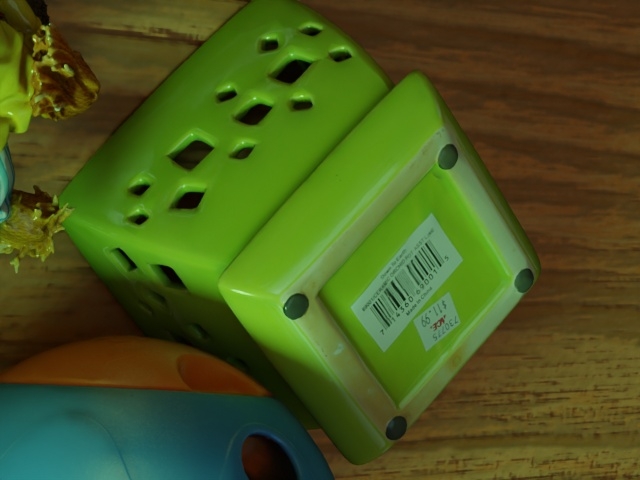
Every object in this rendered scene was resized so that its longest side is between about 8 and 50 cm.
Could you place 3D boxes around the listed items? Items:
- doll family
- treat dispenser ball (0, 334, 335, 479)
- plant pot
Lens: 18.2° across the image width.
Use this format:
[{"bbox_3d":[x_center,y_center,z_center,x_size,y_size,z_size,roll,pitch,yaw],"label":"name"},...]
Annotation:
[{"bbox_3d":[-0.218,-0.057,1.194,0.163,0.118,0.263,19,93,-42],"label":"doll family"},{"bbox_3d":[-0.124,0.204,1.254,0.288,0.288,0.288,-15,115,-35],"label":"treat dispenser ball"},{"bbox_3d":[0.000,0.000,1.338,0.228,0.207,0.227,-47,130,-15],"label":"plant pot"}]
